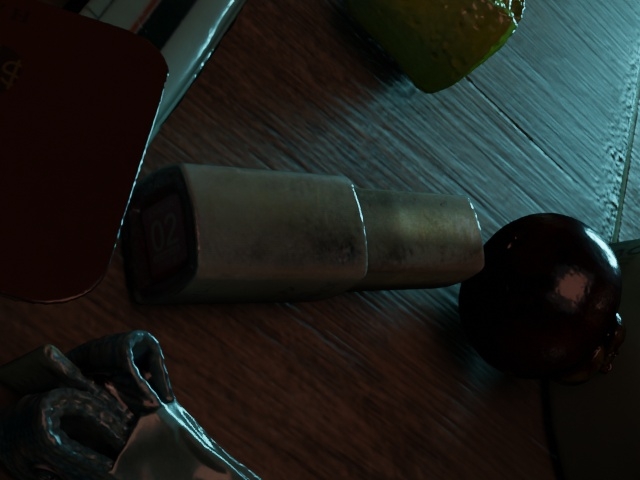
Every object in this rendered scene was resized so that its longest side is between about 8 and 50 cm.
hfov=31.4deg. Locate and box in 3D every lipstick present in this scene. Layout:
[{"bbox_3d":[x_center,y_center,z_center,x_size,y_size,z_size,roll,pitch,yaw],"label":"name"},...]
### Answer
[{"bbox_3d":[0.000,0.000,0.739,0.253,0.079,0.077,2,71,-40],"label":"lipstick"}]

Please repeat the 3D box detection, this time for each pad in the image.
[{"bbox_3d":[-0.216,-0.072,0.549,0.267,0.004,0.181,16,53,-8],"label":"pad"}]

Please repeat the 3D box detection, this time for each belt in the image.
[{"bbox_3d":[-0.052,0.158,0.635,0.302,0.072,0.087,45,53,-20],"label":"belt"}]

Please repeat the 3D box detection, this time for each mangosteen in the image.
[{"bbox_3d":[0.170,0.050,0.839,0.140,0.140,0.140,18,61,-35],"label":"mangosteen"}]

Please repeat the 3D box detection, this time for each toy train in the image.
[{"bbox_3d":[-0.134,-0.082,0.655,0.088,0.086,0.407,45,49,-22],"label":"toy train"}]

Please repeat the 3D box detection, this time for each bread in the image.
[{"bbox_3d":[0.087,-0.183,0.873,0.114,0.111,0.129,41,32,-16],"label":"bread"}]

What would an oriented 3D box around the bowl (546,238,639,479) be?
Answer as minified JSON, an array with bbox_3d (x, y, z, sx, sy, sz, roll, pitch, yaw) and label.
[{"bbox_3d":[0.367,0.141,0.929,0.354,0.185,0.354,17,62,-35],"label":"bowl"}]
